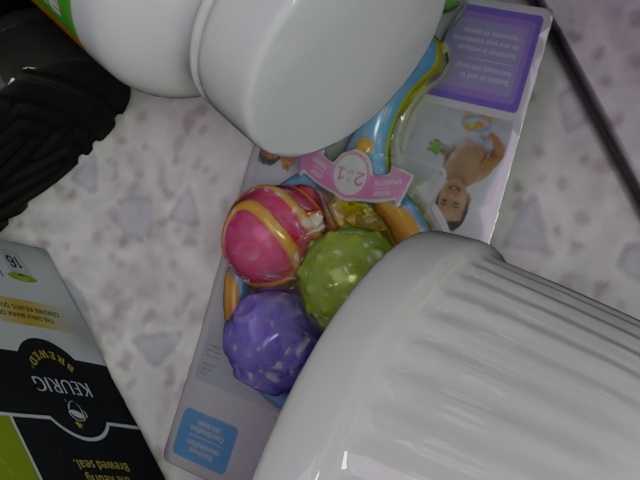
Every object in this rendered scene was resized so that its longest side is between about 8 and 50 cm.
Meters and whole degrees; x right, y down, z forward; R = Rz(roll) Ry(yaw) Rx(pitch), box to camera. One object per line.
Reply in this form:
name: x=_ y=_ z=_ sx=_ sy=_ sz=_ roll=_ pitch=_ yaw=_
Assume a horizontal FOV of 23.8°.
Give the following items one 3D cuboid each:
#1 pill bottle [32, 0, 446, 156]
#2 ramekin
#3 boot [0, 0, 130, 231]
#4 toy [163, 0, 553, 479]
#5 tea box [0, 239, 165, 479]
pill bottle: x=-0.068 y=-0.145 z=0.615 sx=0.245 sy=0.136 sz=0.136 roll=43 pitch=103 yaw=27
ramekin: x=0.058 y=0.109 z=0.517 sx=0.109 sy=0.207 sz=0.207 roll=18 pitch=91 yaw=21
boot: x=-0.284 y=-0.082 z=0.772 sx=0.348 sy=0.131 sz=0.260 roll=-36 pitch=71 yaw=4
toy: x=0.000 y=0.000 z=0.644 sx=0.137 sy=0.056 sz=0.237 roll=18 pitch=89 yaw=39
tea box: x=-0.214 y=0.165 z=0.584 sx=0.220 sy=0.329 sz=0.324 roll=-40 pitch=64 yaw=18
